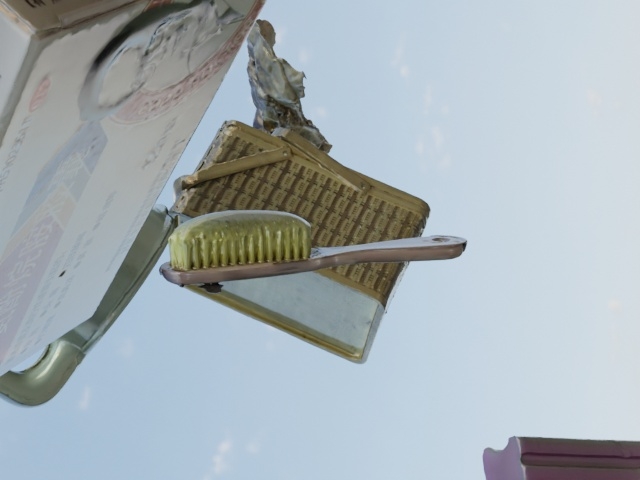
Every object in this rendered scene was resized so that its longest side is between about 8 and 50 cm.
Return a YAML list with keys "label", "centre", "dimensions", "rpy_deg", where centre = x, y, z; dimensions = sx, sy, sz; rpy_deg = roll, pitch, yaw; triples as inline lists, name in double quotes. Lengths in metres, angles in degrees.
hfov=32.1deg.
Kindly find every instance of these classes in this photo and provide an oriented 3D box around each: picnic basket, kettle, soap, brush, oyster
- label: "picnic basket"
  centre: [-0.035, -0.005, 1.474]
  dimensions: [0.228, 0.312, 0.175]
  rpy_deg: [102, -167, -62]
- label: "kettle"
  centre: [-0.348, -0.014, 1.201]
  dimensions: [0.318, 0.205, 0.265]
  rpy_deg: [36, -143, -15]
- label: "soap"
  centre: [0.269, 0.267, 1.138]
  dimensions: [0.203, 0.065, 0.122]
  rpy_deg: [9, -121, -31]
- label: "brush"
  centre: [0.001, -0.001, 1.066]
  dimensions: [0.072, 0.312, 0.067]
  rpy_deg: [-138, 47, -65]
- label: "oyster"
  centre: [-0.062, -0.204, 1.611]
  dimensions: [0.161, 0.107, 0.233]
  rpy_deg: [-105, -7, -52]

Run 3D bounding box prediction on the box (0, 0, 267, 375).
- label: "box"
  centre: [-0.167, -0.032, 0.655]
  dimensions: [0.214, 0.069, 0.353]
  rpy_deg: [-38, -15, -51]
